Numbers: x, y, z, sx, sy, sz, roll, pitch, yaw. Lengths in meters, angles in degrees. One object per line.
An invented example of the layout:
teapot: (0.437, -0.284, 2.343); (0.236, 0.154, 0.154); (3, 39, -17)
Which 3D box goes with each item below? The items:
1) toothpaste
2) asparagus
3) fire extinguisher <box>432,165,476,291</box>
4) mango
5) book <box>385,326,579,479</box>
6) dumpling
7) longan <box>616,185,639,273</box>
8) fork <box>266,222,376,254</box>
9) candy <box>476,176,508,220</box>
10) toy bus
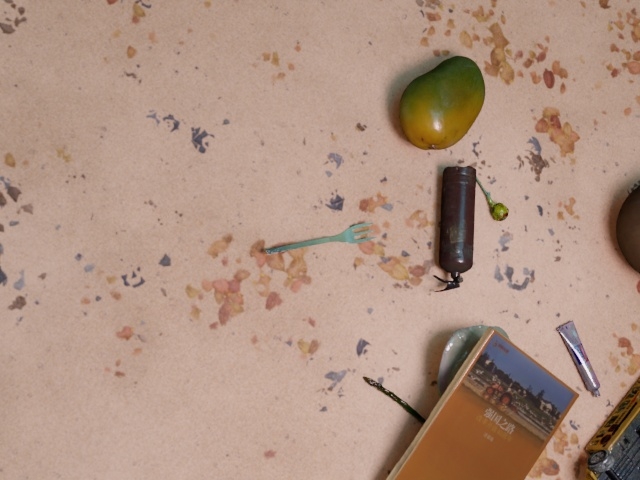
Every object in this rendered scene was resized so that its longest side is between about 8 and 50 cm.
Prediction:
toothpaste: (0.560, 0.257, 1.988); (0.045, 0.028, 0.170); (-23, 86, -18)
asparagus: (0.149, 0.312, 1.811); (0.163, 0.016, 0.016); (39, 86, -12)
fire extinguisher: (0.273, -0.020, 1.900); (0.089, 0.072, 0.268); (12, 74, -29)
mango: (0.259, -0.288, 1.936); (0.156, 0.114, 0.251); (43, 54, 2)
book: (0.313, 0.386, 1.780); (0.262, 0.028, 0.374); (37, 84, -22)
dumpling: (0.294, 0.254, 1.840); (0.149, 0.105, 0.216); (44, 72, 3)
longan: (0.768, -0.026, 2.037); (0.248, 0.248, 0.248); (5, 77, -22)
fork: (0.000, 0.000, 1.813); (0.235, 0.021, 0.039); (-11, 79, -23)
candy: (0.361, -0.096, 1.982); (0.035, 0.035, 0.123); (-31, 82, -13)
toy bus: (0.667, 0.406, 1.949); (0.335, 0.123, 0.121); (-43, 98, -24)
